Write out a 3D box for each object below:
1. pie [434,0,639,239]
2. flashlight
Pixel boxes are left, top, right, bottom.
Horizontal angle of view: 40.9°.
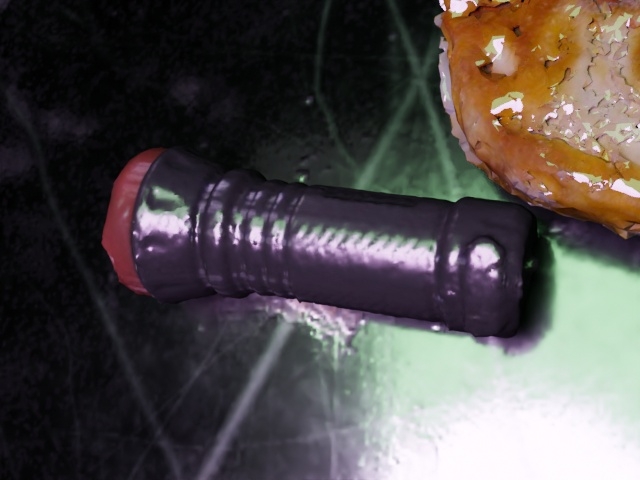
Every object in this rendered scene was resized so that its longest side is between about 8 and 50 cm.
[{"bbox_3d":[0.184,-0.127,0.416,0.308,0.085,0.308,-8,71,25],"label":"pie"},{"bbox_3d":[0.000,0.000,0.466,0.231,0.093,0.093,7,79,19],"label":"flashlight"}]
